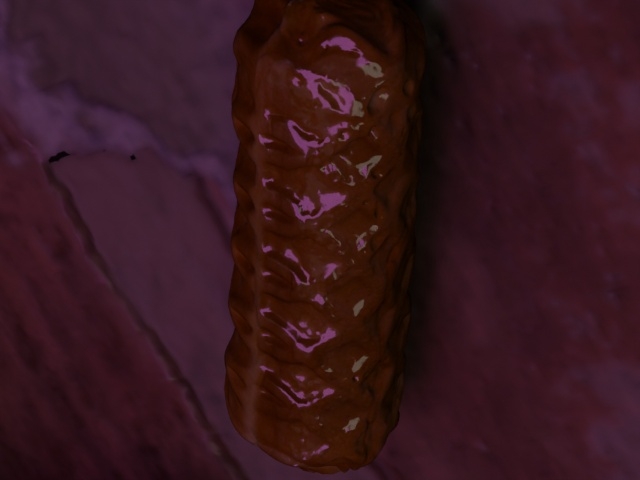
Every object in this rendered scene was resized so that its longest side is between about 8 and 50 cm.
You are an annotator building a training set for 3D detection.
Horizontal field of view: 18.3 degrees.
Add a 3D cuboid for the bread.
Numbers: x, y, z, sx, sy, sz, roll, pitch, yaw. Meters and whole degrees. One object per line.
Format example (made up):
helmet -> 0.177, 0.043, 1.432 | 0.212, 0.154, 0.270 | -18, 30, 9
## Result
bread -> 0.000, 0.000, 0.525 | 0.052, 0.044, 0.157 | 25, 133, 25
